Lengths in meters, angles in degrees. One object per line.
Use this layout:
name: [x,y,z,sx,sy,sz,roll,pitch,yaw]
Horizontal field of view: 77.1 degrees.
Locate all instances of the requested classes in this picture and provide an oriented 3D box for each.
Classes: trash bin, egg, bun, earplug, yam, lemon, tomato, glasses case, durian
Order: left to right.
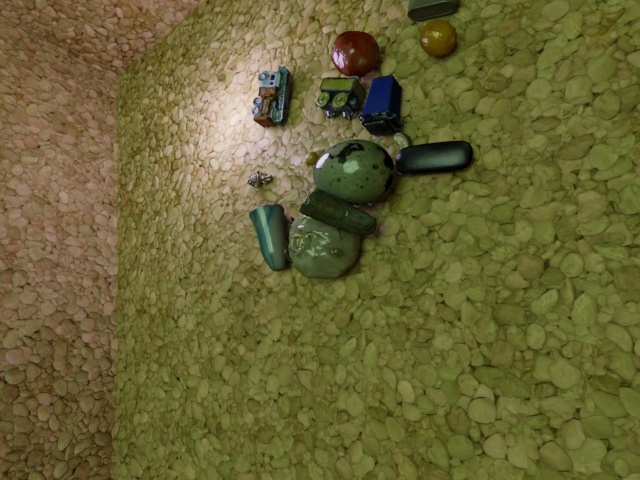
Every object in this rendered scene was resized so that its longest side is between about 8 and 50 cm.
earplug: [-0.242,0.000,2.037,0.185,0.185,0.323,-23,71,28]
lemon: [-0.046,-0.419,2.065,0.062,0.062,0.083,45,105,33]
bun: [0.000,0.000,1.838,0.366,0.219,0.364,-6,78,30]
yam: [0.083,-0.114,1.702,0.331,0.133,0.133,22,92,-2]
egg: [0.141,-0.296,1.772,0.380,0.288,0.287,-1,78,44]
tomato: [0.172,-0.906,1.937,0.232,0.188,0.231,0,58,1]
trash bin: [0.293,-0.613,1.827,0.184,0.163,0.234,3,75,34]
durian: [0.371,-0.441,1.790,0.066,0.052,0.130,-37,68,19]
glasses case: [0.469,-0.342,1.680,0.321,0.082,0.122,1,79,34]
trash bin: [0.520,-1.150,1.821,0.244,0.121,0.247,8,86,35]
lemon: [0.506,-0.885,1.751,0.142,0.142,0.187,-54,50,12]

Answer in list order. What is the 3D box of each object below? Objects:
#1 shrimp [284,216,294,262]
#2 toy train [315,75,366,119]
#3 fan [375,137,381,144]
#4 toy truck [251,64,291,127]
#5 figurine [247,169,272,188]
shrimp: [-0.135,-0.017,2.000,0.066,0.117,0.261,-14,67,17]
toy train: [0.095,-0.709,2.000,0.261,0.134,0.177,17,82,36]
fan: [0.179,-0.366,1.930,0.329,0.009,0.190,-47,57,16]
toy truck: [-0.259,-0.816,2.270,0.185,0.133,0.337,9,87,26]
figurine: [-0.338,-0.345,2.251,0.143,0.068,0.101,-28,68,13]
